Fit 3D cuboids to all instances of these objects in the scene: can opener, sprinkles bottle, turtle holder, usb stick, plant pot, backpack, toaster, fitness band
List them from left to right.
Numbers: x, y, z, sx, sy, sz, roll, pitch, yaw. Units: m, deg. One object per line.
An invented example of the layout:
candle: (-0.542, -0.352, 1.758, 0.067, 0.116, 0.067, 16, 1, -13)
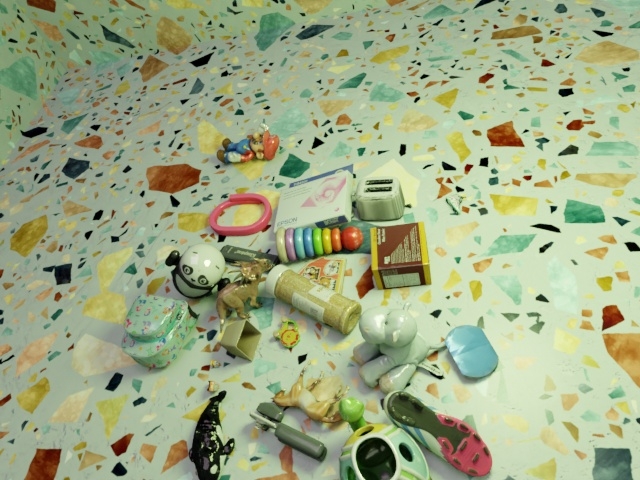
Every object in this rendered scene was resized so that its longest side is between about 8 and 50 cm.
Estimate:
backpack: (-0.604, 0.327, 1.866, 0.225, 0.191, 0.254, 7, 60, 22)
plant pot: (-0.287, 0.349, 1.792, 0.096, 0.109, 0.109, -5, 50, 30)
fitness band: (-0.348, -0.114, 2.215, 0.290, 0.054, 0.209, -2, 52, 19)
usb stick: (-0.288, 0.070, 2.051, 0.277, 0.045, 0.077, 11, 57, 26)
can opener: (-0.101, 0.578, 1.560, 0.280, 0.074, 0.093, 19, 60, 30)
sprinkles bottle: (-0.030, 0.204, 1.801, 0.355, 0.121, 0.121, 24, 63, 30)
toaster: (0.240, -0.164, 1.998, 0.226, 0.146, 0.129, 0, 53, 19)
turtle holder: (0.165, 0.585, 1.364, 0.243, 0.227, 0.320, -6, 51, 15)

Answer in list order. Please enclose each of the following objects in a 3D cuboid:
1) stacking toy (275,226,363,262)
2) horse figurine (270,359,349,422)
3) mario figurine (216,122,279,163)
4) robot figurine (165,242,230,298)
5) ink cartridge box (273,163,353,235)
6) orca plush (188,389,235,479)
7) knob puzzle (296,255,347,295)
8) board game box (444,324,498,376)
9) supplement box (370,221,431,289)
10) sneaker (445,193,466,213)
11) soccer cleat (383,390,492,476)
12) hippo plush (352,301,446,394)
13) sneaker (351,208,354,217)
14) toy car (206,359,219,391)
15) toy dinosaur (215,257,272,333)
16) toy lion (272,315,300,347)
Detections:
stacking toy: (0.000, 0.000, 1.967, 0.330, 0.141, 0.141, -7, 50, 6)
horse figurine: (-0.018, 0.497, 1.605, 0.263, 0.066, 0.174, 26, 58, 36)
mario figurine: (-0.345, -0.465, 2.416, 0.320, 0.170, 0.198, -5, 85, 25)
robot figurine: (-0.465, 0.122, 1.929, 0.209, 0.278, 0.174, -8, 71, -30)
ink cartridge box: (-0.025, -0.178, 2.109, 0.324, 0.071, 0.330, -15, 49, 24)
orca plush: (-0.348, 0.606, 1.600, 0.151, 0.102, 0.287, 0, 52, 18)
knob puzzle: (-0.007, 0.132, 1.918, 0.213, 0.030, 0.213, -9, 51, 12)
board game box: (0.465, 0.345, 1.580, 0.133, 0.033, 0.169, -18, 60, -13)
supplement box: (0.286, 0.054, 1.817, 0.194, 0.129, 0.191, -7, 51, 12)
sneaker: (0.533, -0.148, 1.959, 0.069, 0.038, 0.098, -24, 49, -1)
soccer cleat: (0.325, 0.535, 1.438, 0.331, 0.143, 0.116, 34, 72, 11)
hippo plush: (0.221, 0.325, 1.549, 0.294, 0.237, 0.234, 8, 55, 24)
sneaker: (0.106, -0.152, 2.092, 0.052, 0.058, 0.135, -22, 48, 1)
toy car: (-0.363, 0.465, 1.754, 0.040, 0.060, 0.122, 11, 58, -13)
toy dinosaur: (-0.305, 0.184, 1.862, 0.127, 0.200, 0.296, 31, 67, 35)
toy lion: (-0.112, 0.328, 1.797, 0.096, 0.034, 0.100, 18, 59, 21)
